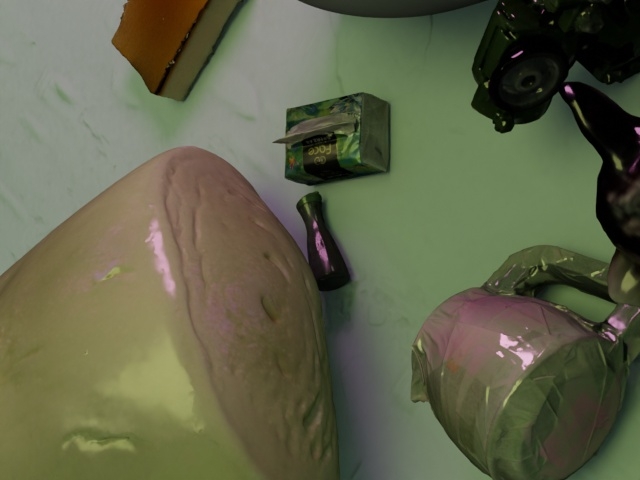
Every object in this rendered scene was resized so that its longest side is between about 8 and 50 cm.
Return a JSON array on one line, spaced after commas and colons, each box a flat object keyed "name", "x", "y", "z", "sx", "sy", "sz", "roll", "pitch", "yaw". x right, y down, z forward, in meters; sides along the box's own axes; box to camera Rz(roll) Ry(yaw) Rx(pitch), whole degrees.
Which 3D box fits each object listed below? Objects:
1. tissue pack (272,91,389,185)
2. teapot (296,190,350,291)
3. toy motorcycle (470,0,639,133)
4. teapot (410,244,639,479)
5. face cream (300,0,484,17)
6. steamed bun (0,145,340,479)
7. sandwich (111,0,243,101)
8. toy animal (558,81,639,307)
[{"name": "tissue pack", "x": 0.010, "y": -0.114, "z": 1.353, "sx": 0.111, "sy": 0.079, "sz": 0.085, "roll": -7, "pitch": 76, "yaw": 38}, {"name": "teapot", "x": 0.000, "y": 0.000, "z": 1.369, "sx": 0.043, "sy": 0.042, "sz": 0.111, "roll": -32, "pitch": 59, "yaw": 30}, {"name": "toy motorcycle", "x": 0.259, "y": -0.199, "z": 1.100, "sx": 0.127, "sy": 0.275, "sz": 0.205, "roll": 61, "pitch": 151, "yaw": 31}, {"name": "teapot", "x": 0.182, "y": 0.099, "z": 1.123, "sx": 0.178, "sy": 0.163, "sz": 0.222, "roll": 37, "pitch": 106, "yaw": 45}, {"name": "face cream", "x": 0.069, "y": -0.344, "z": 1.215, "sx": 0.357, "sy": 0.312, "sz": 0.220, "roll": 24, "pitch": 135, "yaw": 53}, {"name": "steamed bun", "x": -0.185, "y": 0.140, "z": 1.272, "sx": 0.371, "sy": 0.290, "sz": 0.456, "roll": -38, "pitch": 52, "yaw": 25}, {"name": "sandwich", "x": -0.185, "y": -0.300, "z": 1.560, "sx": 0.193, "sy": 0.058, "sz": 0.162, "roll": -55, "pitch": 53, "yaw": 20}, {"name": "toy animal", "x": 0.321, "y": -0.097, "z": 0.957, "sx": 0.194, "sy": 0.302, "sz": 0.344, "roll": 42, "pitch": 107, "yaw": 39}]
